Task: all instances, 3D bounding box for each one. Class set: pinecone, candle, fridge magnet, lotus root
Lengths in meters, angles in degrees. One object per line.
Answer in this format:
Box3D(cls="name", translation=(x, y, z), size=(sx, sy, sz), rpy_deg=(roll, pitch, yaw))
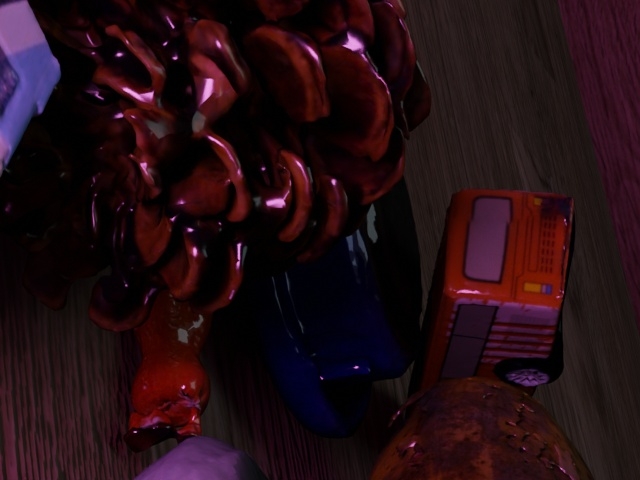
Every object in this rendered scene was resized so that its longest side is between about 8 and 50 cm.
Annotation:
Box3D(cls="pinecone", translation=(-0.066, -0.079, 0.841), size=(0.272, 0.224, 0.224), rpy_deg=(-38, 111, -59))
Box3D(cls="candle", translation=(-0.086, -0.013, 0.995), size=(0.051, 0.048, 0.329), rpy_deg=(95, -6, -51))
Box3D(cls="fridge magnet", translation=(0.000, 0.000, 1.128), size=(0.265, 0.113, 0.265), rpy_deg=(-12, 90, -78))
Box3D(cls="lotus root", translation=(0.099, 0.233, 1.004), size=(0.397, 0.179, 0.196), rpy_deg=(-91, 163, -57))

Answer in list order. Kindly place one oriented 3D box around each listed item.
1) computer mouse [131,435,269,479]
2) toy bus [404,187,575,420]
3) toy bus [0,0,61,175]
Box3D(cls="computer mouse", translation=(-0.045, 0.221, 0.780), size=(0.371, 0.122, 0.188), rpy_deg=(65, 13, -58))
Box3D(cls="toy bus", translation=(0.117, 0.085, 1.212), size=(0.409, 0.092, 0.093), rpy_deg=(94, 2, -65))
Box3D(cls="toy bus", translation=(-0.204, -0.137, 0.575), size=(0.131, 0.106, 0.297), rpy_deg=(-79, 150, -48))
